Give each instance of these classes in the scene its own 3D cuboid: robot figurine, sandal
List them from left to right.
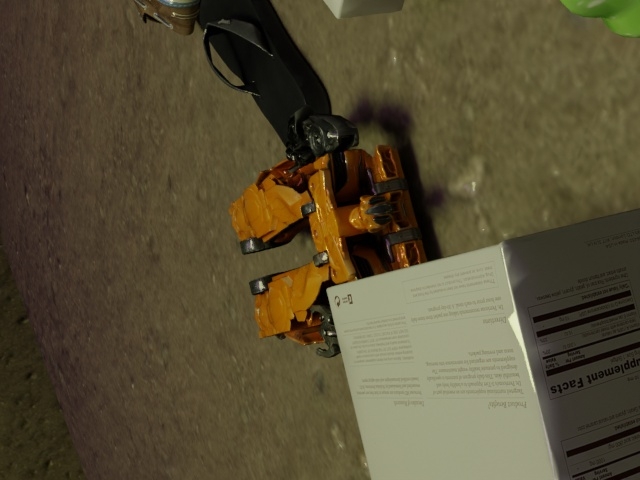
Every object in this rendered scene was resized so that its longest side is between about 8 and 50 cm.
[{"bbox_3d":[-0.070,-0.183,0.921,0.254,0.055,0.097,53,145,41],"label":"sandal"},{"bbox_3d":[0.000,0.000,0.823,0.291,0.085,0.211,-24,79,64],"label":"robot figurine"}]

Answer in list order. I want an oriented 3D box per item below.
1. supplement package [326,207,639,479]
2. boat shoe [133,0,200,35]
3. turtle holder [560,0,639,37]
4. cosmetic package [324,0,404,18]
[{"bbox_3d":[0.128,0.100,0.530,0.194,0.149,0.203,-20,82,64],"label":"supplement package"},{"bbox_3d":[-0.203,-0.298,1.128,0.183,0.066,0.066,45,140,49],"label":"boat shoe"},{"bbox_3d":[0.179,-0.201,0.214,0.320,0.228,0.243,-4,98,64],"label":"turtle holder"},{"bbox_3d":[0.037,-0.271,0.587,0.099,0.060,0.239,56,147,32],"label":"cosmetic package"}]
